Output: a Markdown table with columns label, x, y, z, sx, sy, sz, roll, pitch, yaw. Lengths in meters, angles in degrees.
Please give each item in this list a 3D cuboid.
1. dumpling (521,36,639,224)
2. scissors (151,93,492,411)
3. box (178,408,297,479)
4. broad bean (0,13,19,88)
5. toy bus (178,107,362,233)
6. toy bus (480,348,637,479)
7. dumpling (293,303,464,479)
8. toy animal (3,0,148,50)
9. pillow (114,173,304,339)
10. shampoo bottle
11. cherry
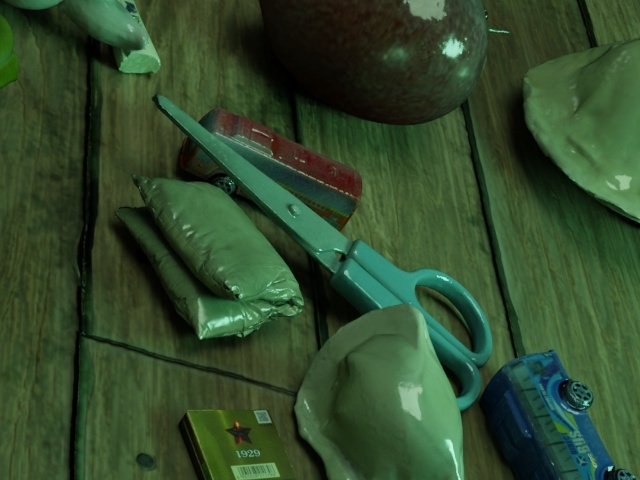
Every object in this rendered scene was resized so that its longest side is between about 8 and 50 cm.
| label | x | y | z | sx | sy | sz | roll | pitch | yaw |
| --- | --- | --- | --- | --- | --- | --- | --- | --- | --- |
| dumpling | 0.421 | -0.124 | 2.086 | 0.395 | 0.233 | 0.315 | 29 | 38 | 15 |
| scissors | 0.000 | 0.000 | 1.726 | 0.447 | 0.029 | 0.192 | 41 | 36 | -9 |
| box | -0.066 | 0.211 | 1.519 | 0.090 | 0.023 | 0.133 | 3 | 48 | -37 |
| broad bean | -0.383 | -0.192 | 1.668 | 0.175 | 0.082 | 0.124 | 7 | 45 | -18 |
| toy bus | -0.050 | -0.073 | 1.786 | 0.192 | 0.077 | 0.065 | 24 | 36 | -16 |
| toy bus | 0.242 | 0.220 | 1.695 | 0.094 | 0.079 | 0.236 | 1 | 49 | -34 |
| dumpling | 0.055 | 0.171 | 1.586 | 0.151 | 0.124 | 0.228 | -15 | 60 | 0 |
| toy animal | -0.279 | -0.285 | 1.805 | 0.221 | 0.103 | 0.131 | 18 | 23 | -13 |
| pillow | -0.108 | 0.012 | 1.656 | 0.134 | 0.078 | 0.181 | -4 | 47 | -48 |
| shampoo bottle | -0.219 | -0.241 | 1.873 | 0.049 | 0.034 | 0.141 | -4 | 51 | -28 |
| cherry | 0.068 | -0.253 | 1.959 | 0.308 | 0.221 | 0.261 | 12 | 33 | -8 |
